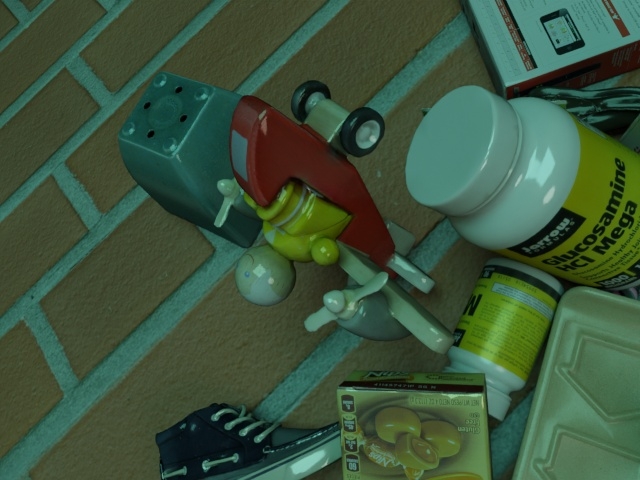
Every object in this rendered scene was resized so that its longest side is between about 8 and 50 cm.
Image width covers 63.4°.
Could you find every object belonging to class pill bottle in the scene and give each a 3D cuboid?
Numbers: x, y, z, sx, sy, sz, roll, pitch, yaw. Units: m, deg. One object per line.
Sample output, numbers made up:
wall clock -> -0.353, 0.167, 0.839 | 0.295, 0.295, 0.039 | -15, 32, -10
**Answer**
pill bottle -> 0.279, -0.061, 0.648 | 0.188, 0.333, 0.188 | -40, 42, 48
pill bottle -> 0.255, 0.141, 0.746 | 0.119, 0.119, 0.209 | 22, 77, 27

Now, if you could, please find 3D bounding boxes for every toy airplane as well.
toy airplane -> 0.000, 0.000, 0.757 | 0.272, 0.386, 0.384 | -41, 92, -7

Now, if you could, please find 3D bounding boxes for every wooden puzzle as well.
wooden puzzle -> 0.426, 0.267, 0.645 | 0.322, 0.080, 0.348 | 17, 80, 19

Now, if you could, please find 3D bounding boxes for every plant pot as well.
plant pot -> -0.222, -0.175, 0.981 | 0.247, 0.252, 0.247 | 23, 78, 27

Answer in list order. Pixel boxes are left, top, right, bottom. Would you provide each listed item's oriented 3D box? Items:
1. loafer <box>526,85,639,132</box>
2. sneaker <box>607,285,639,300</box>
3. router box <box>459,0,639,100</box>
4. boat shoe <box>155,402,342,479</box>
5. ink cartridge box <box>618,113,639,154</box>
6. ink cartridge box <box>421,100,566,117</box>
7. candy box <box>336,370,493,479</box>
loafer -> 0.448, -0.200, 0.844 | 0.220, 0.080, 0.078 | 9, 84, 26
sneaker -> 0.428, 0.043, 0.770 | 0.057, 0.047, 0.119 | -24, 56, -20
router box -> 0.430, -0.430, 0.935 | 0.301, 0.082, 0.336 | -17, 64, 13
boat shoe -> -0.110, 0.312, 0.806 | 0.340, 0.127, 0.158 | -27, 70, 9
ink cartridge box -> 0.546, -0.075, 0.635 | 0.131, 0.226, 0.306 | -36, 73, 5
ink cartridge box -> 0.268, -0.167, 0.789 | 0.188, 0.255, 0.097 | 3, 70, 21
candy box -> 0.129, 0.334, 0.667 | 0.182, 0.087, 0.317 | -4, 91, 20
